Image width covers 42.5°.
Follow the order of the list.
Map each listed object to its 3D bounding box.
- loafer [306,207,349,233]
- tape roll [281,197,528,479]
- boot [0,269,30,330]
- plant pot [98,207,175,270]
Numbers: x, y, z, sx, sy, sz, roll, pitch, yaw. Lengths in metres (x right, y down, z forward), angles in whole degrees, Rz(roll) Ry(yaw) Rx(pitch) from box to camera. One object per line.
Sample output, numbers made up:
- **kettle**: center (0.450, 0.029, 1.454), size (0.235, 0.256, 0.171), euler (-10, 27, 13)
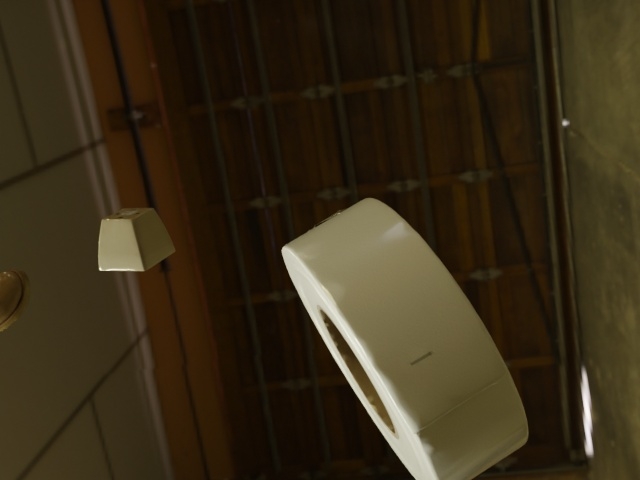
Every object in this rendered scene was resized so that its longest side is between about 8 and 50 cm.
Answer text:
- **loafer**: center (0.000, 0.000, 1.310), size (0.056, 0.148, 0.050), euler (47, -170, 23)
- **tape roll**: center (0.075, 0.103, 0.798), size (0.286, 0.100, 0.286), euler (58, 171, 14)
- **boot**: center (-0.642, 0.117, 1.336), size (0.089, 0.236, 0.269), euler (58, -166, 20)
- **plant pot**: center (-0.355, -0.006, 1.558), size (0.109, 0.109, 0.096), euler (-43, -51, -59)
